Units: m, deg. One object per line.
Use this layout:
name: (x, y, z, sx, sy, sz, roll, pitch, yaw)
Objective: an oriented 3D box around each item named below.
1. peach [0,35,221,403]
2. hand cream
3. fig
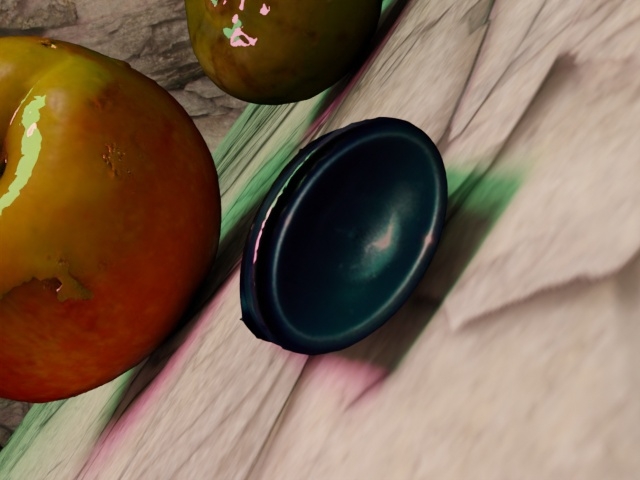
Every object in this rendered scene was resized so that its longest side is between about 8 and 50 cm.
peach: (-0.259, -0.015, 0.908, 0.370, 0.370, 0.370, -52, 11, 14)
hand cream: (0.000, 0.000, 0.445, 0.120, 0.061, 0.270, -61, 3, -3)
fig: (-0.020, -0.234, 0.962, 0.225, 0.203, 0.203, -6, -36, -52)
